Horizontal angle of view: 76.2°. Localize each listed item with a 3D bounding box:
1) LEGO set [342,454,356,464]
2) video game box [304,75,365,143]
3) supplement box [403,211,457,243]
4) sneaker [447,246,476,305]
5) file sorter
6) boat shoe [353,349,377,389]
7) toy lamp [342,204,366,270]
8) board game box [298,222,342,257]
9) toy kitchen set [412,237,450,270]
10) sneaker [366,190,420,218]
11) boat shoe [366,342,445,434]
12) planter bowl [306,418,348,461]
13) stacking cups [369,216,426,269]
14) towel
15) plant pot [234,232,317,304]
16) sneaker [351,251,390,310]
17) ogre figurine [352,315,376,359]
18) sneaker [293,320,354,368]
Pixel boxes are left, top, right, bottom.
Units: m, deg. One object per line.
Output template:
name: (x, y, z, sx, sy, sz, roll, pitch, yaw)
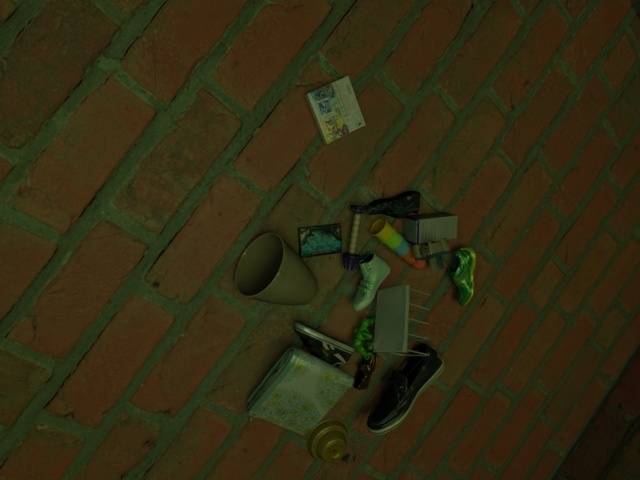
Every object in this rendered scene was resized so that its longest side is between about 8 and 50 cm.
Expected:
LEGO set: (0.135, 1.066, 1.995, 0.083, 0.023, 0.054, 29, 92, -38)
video game box: (0.060, -0.512, 1.609, 0.187, 0.048, 0.205, -29, 110, -16)
supplement box: (0.496, -0.060, 1.845, 0.219, 0.111, 0.114, -8, 104, -20)
sneaker: (0.680, 0.172, 1.987, 0.123, 0.109, 0.296, -2, 104, 1)
file sorter: (0.365, 0.358, 1.790, 0.172, 0.192, 0.278, 18, 68, -30)
boat shoe: (0.207, 0.596, 1.891, 0.072, 0.073, 0.207, 10, 97, -25)
toy lamp: (0.144, -0.009, 1.734, 0.080, 0.080, 0.275, 4, 101, -22)
board game box: (0.000, 0.000, 1.706, 0.186, 0.026, 0.126, -8, 105, -20)
toy kitchen set: (0.523, 0.064, 1.795, 0.207, 0.166, 0.122, -2, 78, -48)
sneaker: (0.323, -0.138, 1.766, 0.267, 0.101, 0.106, -15, 109, -18)
boat shoe: (0.382, 0.689, 1.929, 0.500, 0.186, 0.156, -43, 108, -14)
planter bowl: (0.050, 0.952, 1.896, 0.216, 0.090, 0.218, -4, 102, -21)
stacking cups: (0.360, 0.020, 1.822, 0.316, 0.096, 0.096, 35, 87, -26)
towel: (-0.091, 0.642, 1.725, 0.320, 0.090, 0.375, 31, 107, -23)
plant pot: (-0.142, 0.143, 1.582, 0.274, 0.256, 0.257, 34, 88, -41)
sneaker: (0.186, 0.170, 1.778, 0.151, 0.094, 0.256, 44, 74, -29)
ogre figurine: (0.212, 0.426, 1.845, 0.118, 0.097, 0.197, 31, 95, -32)
sneaker: (0.002, 0.460, 1.751, 0.321, 0.126, 0.128, 32, 83, -26)
